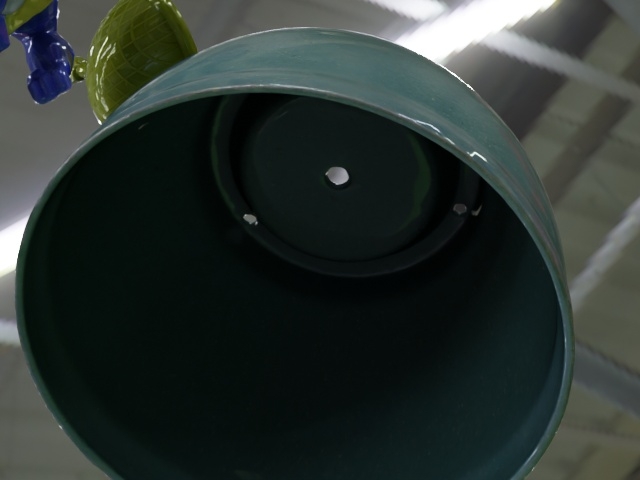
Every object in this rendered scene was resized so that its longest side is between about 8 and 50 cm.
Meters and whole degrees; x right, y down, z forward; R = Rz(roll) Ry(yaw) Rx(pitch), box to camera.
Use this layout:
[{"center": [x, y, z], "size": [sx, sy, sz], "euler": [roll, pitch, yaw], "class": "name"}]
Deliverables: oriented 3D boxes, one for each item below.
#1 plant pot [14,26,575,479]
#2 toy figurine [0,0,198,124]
[{"center": [0.000, 0.000, 1.043], "size": [0.293, 0.196, 0.293], "euler": [5, -57, 8], "class": "plant pot"}, {"center": [-0.201, -0.171, 1.128], "size": [0.217, 0.191, 0.363], "euler": [-41, -39, -37], "class": "toy figurine"}]
